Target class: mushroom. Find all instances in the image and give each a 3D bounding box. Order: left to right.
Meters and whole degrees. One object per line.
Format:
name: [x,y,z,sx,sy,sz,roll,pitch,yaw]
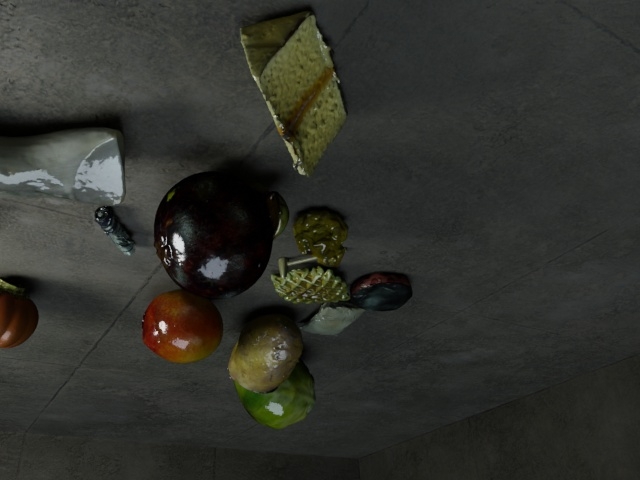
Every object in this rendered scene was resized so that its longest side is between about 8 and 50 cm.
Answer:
mushroom: [-0.579,-0.159,1.183,0.397,0.126,0.177,1,138,-7]

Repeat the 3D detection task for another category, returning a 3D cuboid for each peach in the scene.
peach: [-0.404,0.251,1.799,0.231,0.231,0.231,-3,149,-2]

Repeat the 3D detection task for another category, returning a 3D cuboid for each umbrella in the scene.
umbrella: [-0.495,-0.016,1.495,0.050,0.046,0.188,34,157,22]

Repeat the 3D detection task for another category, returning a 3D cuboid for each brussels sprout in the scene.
brussels sprout: [-0.160,0.524,2.234,0.268,0.344,0.344,-45,141,0]

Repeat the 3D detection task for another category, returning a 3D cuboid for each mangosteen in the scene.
mangosteen: [-0.217,-0.015,1.335,0.288,0.288,0.288,-3,149,-2]

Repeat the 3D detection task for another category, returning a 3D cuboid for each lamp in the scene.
lamp: [-0.880,0.200,1.664,0.223,0.196,0.223,26,174,3]

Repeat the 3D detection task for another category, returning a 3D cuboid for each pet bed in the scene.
pet bed: [0.184,0.160,1.863,0.201,0.053,0.201,-4,150,-2]

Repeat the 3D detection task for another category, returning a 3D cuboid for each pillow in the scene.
pillow: [0.040,0.257,2.009,0.148,0.050,0.229,15,147,-21]

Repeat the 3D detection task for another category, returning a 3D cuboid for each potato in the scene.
potato: [-0.164,0.344,1.993,0.229,0.229,0.266,7,143,-17]

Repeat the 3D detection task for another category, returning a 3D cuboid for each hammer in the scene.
hammer: [-0.020,0.056,1.672,0.195,0.060,0.028,-15,147,10]

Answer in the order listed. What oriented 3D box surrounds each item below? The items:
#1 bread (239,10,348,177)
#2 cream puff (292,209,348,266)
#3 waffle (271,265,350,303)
bread: [-0.046,-0.264,1.084,0.178,0.142,0.266,-44,148,-13]
cream puff: [0.000,0.000,1.521,0.146,0.116,0.146,-3,152,-2]
waffle: [-0.027,0.136,1.795,0.214,0.054,0.208,-7,152,16]
